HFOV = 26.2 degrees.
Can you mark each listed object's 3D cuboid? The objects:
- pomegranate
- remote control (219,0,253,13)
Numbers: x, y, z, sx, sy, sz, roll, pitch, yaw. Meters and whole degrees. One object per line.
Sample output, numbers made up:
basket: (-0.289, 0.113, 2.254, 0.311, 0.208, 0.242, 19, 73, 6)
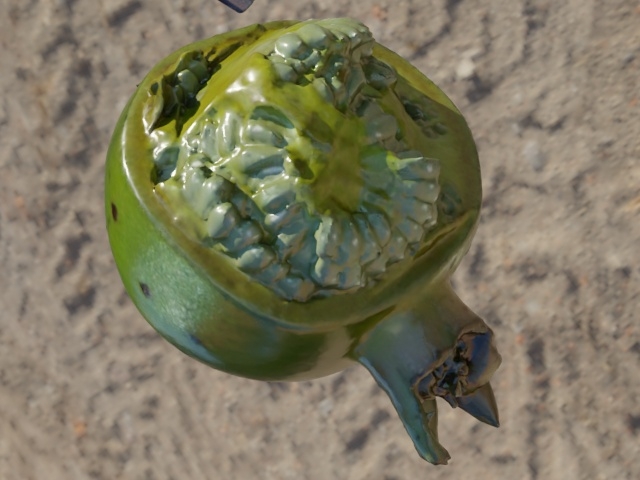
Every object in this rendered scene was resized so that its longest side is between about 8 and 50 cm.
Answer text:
pomegranate: (0.000, 0.000, 0.929, 0.340, 0.260, 0.260, 57, 146, 13)
remote control: (-0.074, -0.110, 0.387, 0.027, 0.152, 0.043, -52, 50, 9)
